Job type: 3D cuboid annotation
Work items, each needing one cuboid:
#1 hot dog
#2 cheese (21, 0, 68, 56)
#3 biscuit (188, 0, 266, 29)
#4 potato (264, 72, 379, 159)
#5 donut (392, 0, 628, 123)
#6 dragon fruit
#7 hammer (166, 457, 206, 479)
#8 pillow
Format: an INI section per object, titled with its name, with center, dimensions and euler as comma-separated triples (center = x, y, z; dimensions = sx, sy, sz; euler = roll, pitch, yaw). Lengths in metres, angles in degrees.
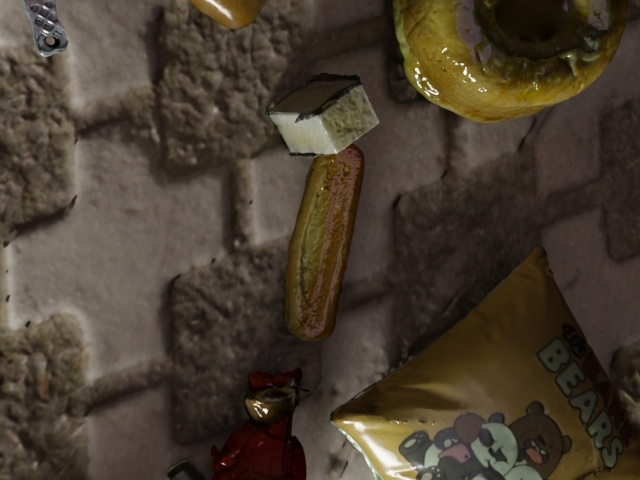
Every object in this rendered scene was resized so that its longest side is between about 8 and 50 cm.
[hot dog]
center = 0.000, 0.000, 1.537
dimensions = 0.066, 0.047, 0.215
euler = 9, 85, -9
[cheese]
center = -0.290, -0.267, 1.417
dimensions = 0.092, 0.047, 0.171
euler = 2, 88, -23
[biscuit]
center = -0.104, -0.387, 1.481
dimensions = 0.237, 0.062, 0.290
euler = 36, 70, -19
[potato]
center = 0.003, -0.128, 1.502
dimensions = 0.086, 0.122, 0.061
euler = -38, 110, -18
[donut]
center = 0.214, -0.240, 1.592
dimensions = 0.261, 0.128, 0.208
euler = -21, 98, -21
[dragon fruit]
center = -0.038, 0.222, 1.481
dimensions = 0.122, 0.092, 0.192
euler = 25, 65, -27
[hammer]
center = -0.059, 0.342, 1.514
dimensions = 0.125, 0.027, 0.297
euler = -42, 105, -23
[pillow]
center = 0.202, 0.218, 1.579
dimensions = 0.312, 0.119, 0.310
euler = -35, 99, -19
